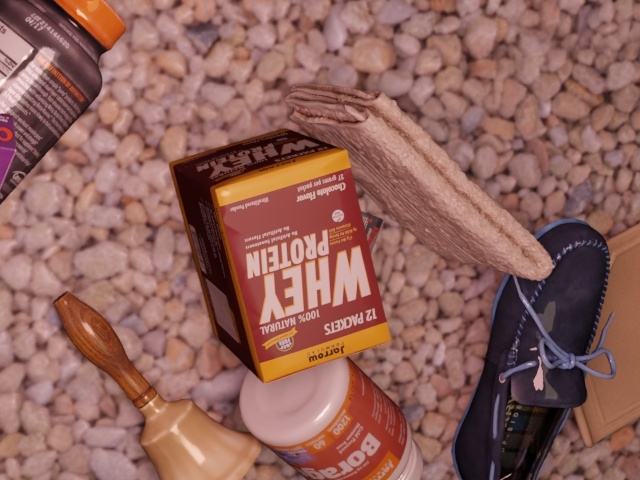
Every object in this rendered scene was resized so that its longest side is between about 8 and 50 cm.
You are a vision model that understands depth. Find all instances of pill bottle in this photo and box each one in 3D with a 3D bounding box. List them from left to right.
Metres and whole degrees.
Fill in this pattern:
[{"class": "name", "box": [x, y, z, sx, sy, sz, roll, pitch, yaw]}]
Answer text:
[{"class": "pill bottle", "box": [-0.285, -0.130, 1.374, 0.245, 0.130, 0.130, -49, 116, -7]}, {"class": "pill bottle", "box": [0.019, 0.193, 1.567, 0.121, 0.121, 0.216, -51, 136, -7]}]

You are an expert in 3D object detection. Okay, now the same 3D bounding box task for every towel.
[{"class": "towel", "box": [0.094, -0.055, 1.531, 0.282, 0.187, 0.049, 41, 80, -25]}]

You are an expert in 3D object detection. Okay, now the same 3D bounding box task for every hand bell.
[{"class": "hand bell", "box": [-0.178, 0.147, 1.514, 0.126, 0.126, 0.242, -40, 103, -11]}]

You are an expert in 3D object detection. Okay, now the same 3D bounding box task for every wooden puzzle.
[{"class": "wooden puzzle", "box": [0.360, 0.093, 1.769, 0.239, 0.044, 0.221, -28, 111, -21]}]

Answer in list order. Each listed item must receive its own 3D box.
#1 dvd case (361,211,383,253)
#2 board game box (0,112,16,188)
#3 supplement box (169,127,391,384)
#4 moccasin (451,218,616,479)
[{"class": "dvd case", "box": [0.000, 0.000, 1.597, 0.119, 0.013, 0.087, 18, 94, -25]}, {"class": "board game box", "box": [-0.405, 0.010, 1.289, 0.208, 0.056, 0.347, 6, 136, -28]}, {"class": "supplement box", "box": [-0.042, 0.008, 1.468, 0.129, 0.194, 0.191, -17, 105, -14]}, {"class": "moccasin", "box": [0.245, 0.145, 1.634, 0.138, 0.117, 0.342, 1, 119, -20]}]
